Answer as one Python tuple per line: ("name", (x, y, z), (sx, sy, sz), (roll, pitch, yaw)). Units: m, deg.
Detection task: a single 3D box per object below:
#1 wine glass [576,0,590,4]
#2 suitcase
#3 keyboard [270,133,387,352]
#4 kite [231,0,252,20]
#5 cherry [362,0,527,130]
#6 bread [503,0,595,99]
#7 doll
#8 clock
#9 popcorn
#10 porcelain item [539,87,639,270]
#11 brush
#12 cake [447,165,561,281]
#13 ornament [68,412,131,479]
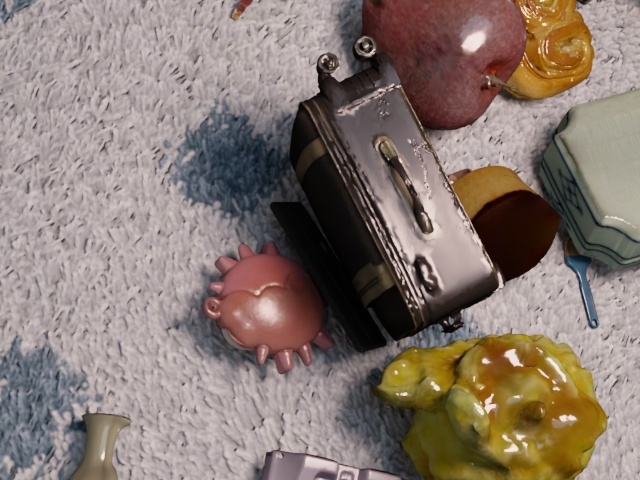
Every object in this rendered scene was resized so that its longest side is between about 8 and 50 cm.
("wine glass", (0.607, -0.472, 2.185), (0.232, 0.156, 0.156), (14, 69, -14))
("suitcase", (0.097, -0.057, 1.724), (0.194, 0.283, 0.434), (-27, 83, -9))
("keyboard", (-0.011, 0.006, 1.815), (0.103, 0.041, 0.381), (-3, 65, -61))
("kite", (-0.102, -0.537, 1.992), (0.204, 0.022, 0.360), (33, 65, -12))
("cherry", (0.198, -0.322, 1.924), (0.307, 0.221, 0.261), (36, 101, 13))
("bread", (0.374, -0.367, 2.048), (0.198, 0.120, 0.236), (-23, 97, -16))
("doll", (-0.064, 0.096, 1.764), (0.262, 0.093, 0.211), (-10, 71, -40))
("clock", (0.019, 0.422, 1.699), (0.253, 0.083, 0.186), (15, 68, -16))
("popcorn", (0.263, 0.274, 1.755), (0.335, 0.274, 0.279), (-19, 110, -17))
("porcelain item", (0.544, -0.108, 2.000), (0.286, 0.157, 0.281), (-18, 65, -13))
("brush", (0.461, 0.074, 2.022), (0.051, 0.014, 0.164), (-6, 77, -22))
("cake", (0.265, -0.043, 1.905), (0.208, 0.185, 0.178), (-20, 43, -8))
("ornament", (-0.312, 0.322, 1.610), (0.075, 0.081, 0.156), (1, 66, 14))
